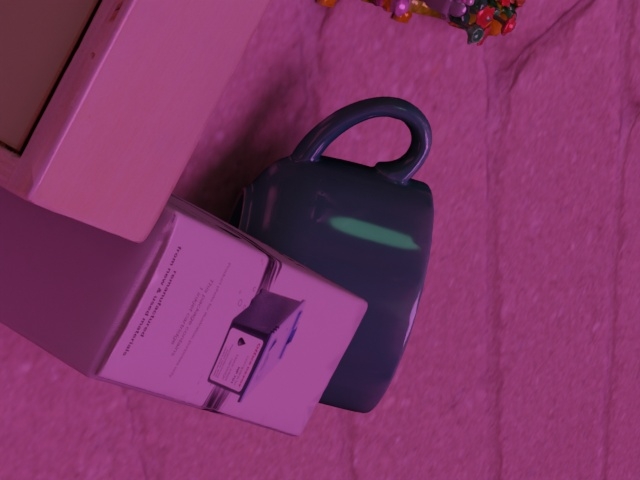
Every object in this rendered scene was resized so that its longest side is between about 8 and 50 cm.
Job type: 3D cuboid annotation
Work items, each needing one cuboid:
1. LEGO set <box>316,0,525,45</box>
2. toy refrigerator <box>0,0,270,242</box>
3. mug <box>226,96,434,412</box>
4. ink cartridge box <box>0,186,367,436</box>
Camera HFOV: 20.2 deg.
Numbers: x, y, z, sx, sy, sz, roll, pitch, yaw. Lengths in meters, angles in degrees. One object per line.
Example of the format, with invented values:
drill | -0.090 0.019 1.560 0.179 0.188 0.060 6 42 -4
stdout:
LEGO set | 0.070 -0.161 0.943 0.132 0.107 0.287 -50 149 -17
toy refrigerator | -0.065 -0.146 0.692 0.269 0.102 0.094 -62 153 2
mug | -0.003 0.006 0.975 0.129 0.097 0.158 127 -24 -68
ink cartridge box | -0.085 0.016 0.829 0.082 0.139 0.190 -63 151 2
